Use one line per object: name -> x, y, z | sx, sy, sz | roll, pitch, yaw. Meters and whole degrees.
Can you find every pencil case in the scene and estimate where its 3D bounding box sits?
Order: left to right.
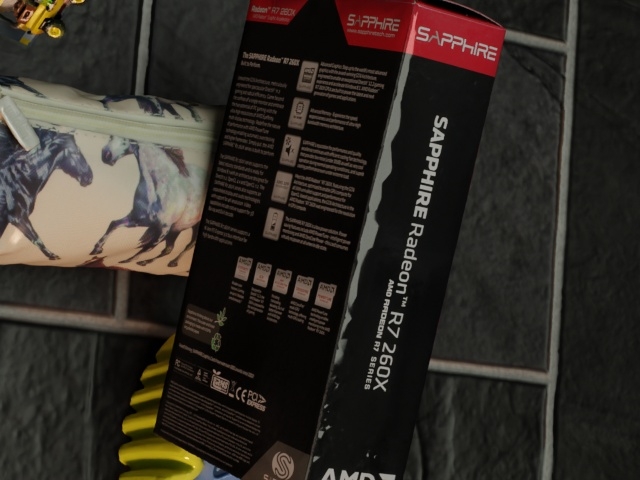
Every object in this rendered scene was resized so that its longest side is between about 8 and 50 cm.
pencil case -> -0.158, -0.055, 1.558 | 0.410, 0.183, 0.160 | 5, 68, -32

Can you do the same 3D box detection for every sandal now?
sandal -> -0.095, 0.221, 1.616 | 0.138, 0.126, 0.317 | 12, 87, -33

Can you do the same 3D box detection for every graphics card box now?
graphics card box -> 0.000, 0.000, 1.436 | 0.094, 0.233, 0.371 | 13, 91, -34

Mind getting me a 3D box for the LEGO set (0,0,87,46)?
LEGO set -> -0.262, -0.316, 1.455 | 0.192, 0.255, 0.331 | 22, 45, -27
